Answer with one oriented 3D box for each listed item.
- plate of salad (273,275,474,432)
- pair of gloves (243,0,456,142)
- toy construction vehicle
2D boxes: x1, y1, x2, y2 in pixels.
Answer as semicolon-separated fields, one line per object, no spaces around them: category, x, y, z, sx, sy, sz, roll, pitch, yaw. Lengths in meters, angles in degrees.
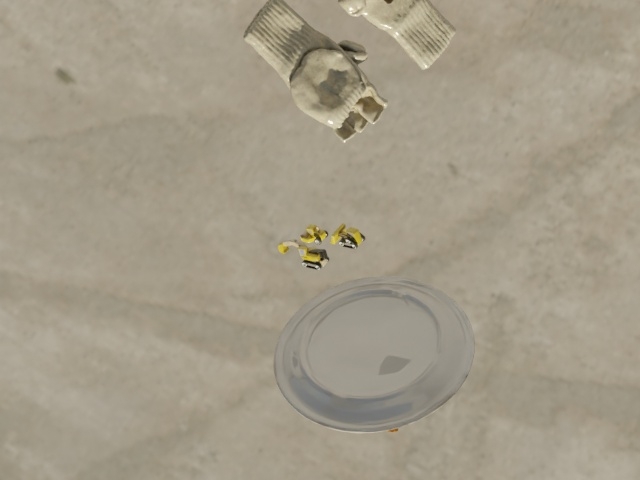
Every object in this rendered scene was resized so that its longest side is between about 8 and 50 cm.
plate of salad;0.053;0.115;1.376;0.199;0.200;0.048;10;139;24
pair of gloves;0.043;-0.259;1.747;0.204;0.240;0.042;50;163;-16
toy construction vehicle;0.000;0.000;1.978;0.098;0.086;0.035;14;134;38
